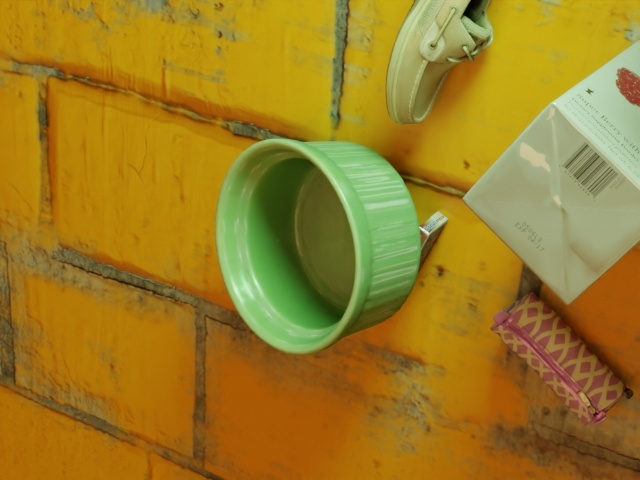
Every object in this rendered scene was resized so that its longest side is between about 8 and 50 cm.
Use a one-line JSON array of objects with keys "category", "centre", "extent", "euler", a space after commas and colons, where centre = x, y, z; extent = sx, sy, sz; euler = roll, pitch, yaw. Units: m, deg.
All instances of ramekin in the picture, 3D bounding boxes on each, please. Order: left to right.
[{"category": "ramekin", "centre": [0.000, 0.000, 1.812], "extent": [0.303, 0.148, 0.303], "euler": [13, 108, 46]}]

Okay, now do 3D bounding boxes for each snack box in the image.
[{"category": "snack box", "centre": [0.127, 0.040, 1.844], "extent": [0.022, 0.064, 0.178], "euler": [37, 126, 15]}]

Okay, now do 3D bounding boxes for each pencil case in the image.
[{"category": "pencil case", "centre": [0.326, 0.165, 1.756], "extent": [0.206, 0.088, 0.086], "euler": [45, 126, 9]}]

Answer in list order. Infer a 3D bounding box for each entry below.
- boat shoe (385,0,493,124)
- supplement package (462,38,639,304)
[{"category": "boat shoe", "centre": [0.170, -0.275, 1.652], "extent": [0.098, 0.109, 0.302], "euler": [30, 119, 20]}, {"category": "supplement package", "centre": [0.336, -0.089, 1.504], "extent": [0.177, 0.293, 0.175], "euler": [45, 128, 8]}]
